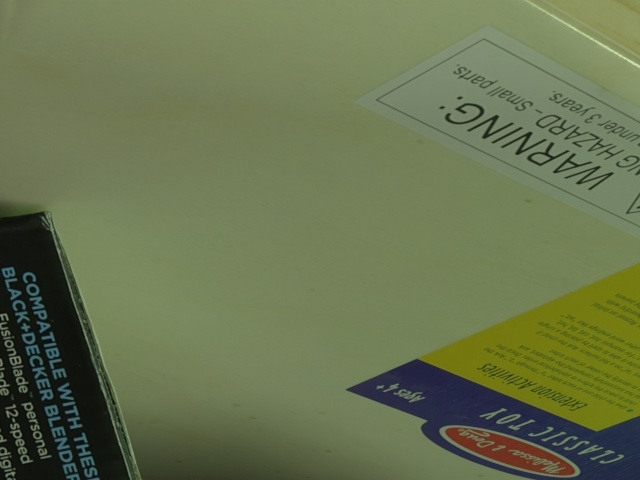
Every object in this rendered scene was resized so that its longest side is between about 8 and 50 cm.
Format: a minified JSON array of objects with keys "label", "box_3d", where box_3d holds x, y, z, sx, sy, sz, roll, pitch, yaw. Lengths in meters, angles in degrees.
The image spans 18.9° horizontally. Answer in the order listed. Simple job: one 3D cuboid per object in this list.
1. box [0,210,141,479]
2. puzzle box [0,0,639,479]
[{"label":"box","box_3d":[-0.203,0.084,0.436,0.290,0.169,0.087,-9,68,-29]},{"label":"puzzle box","box_3d":[0.000,0.000,0.530,0.409,0.272,0.052,23,52,-39]}]
